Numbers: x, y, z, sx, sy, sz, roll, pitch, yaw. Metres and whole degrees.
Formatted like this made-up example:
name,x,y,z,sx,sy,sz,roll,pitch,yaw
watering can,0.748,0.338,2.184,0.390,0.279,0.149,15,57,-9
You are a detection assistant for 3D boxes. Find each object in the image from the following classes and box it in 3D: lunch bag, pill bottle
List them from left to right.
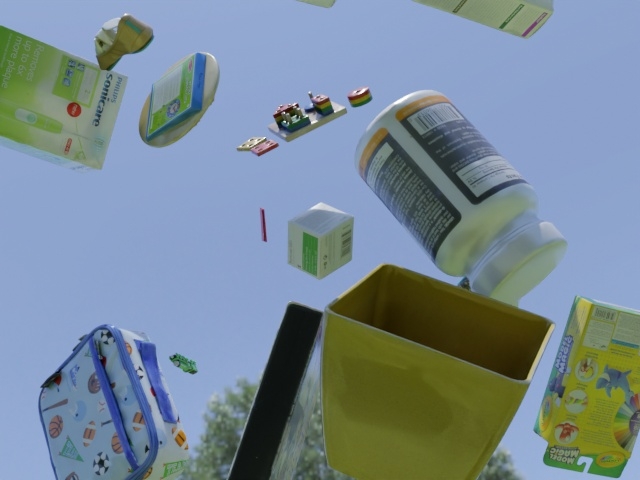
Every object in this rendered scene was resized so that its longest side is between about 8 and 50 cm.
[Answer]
name,x,y,z,sx,sy,sz,roll,pitch,yaw
lunch bag,-0.346,0.293,1.533,0.243,0.303,0.115,-44,-36,20
pill bottle,0.182,-0.053,1.213,0.162,0.278,0.162,-30,-26,-16

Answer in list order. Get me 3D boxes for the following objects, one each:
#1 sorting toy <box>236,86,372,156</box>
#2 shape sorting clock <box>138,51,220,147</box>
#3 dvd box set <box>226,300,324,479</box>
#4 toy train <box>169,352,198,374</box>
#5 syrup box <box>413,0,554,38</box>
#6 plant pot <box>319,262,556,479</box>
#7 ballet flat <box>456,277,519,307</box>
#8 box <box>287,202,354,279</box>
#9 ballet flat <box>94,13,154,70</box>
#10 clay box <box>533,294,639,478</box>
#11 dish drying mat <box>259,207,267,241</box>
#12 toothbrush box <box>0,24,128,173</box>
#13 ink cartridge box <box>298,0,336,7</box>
name,x,y,z,sx,sy,sz,roll,pitch,yaw
sorting toy,-0.041,-0.247,1.813,0.274,0.132,0.046,-28,-67,-9
shape sorting clock,-0.264,-0.262,1.731,0.206,0.206,0.040,-31,-45,30
dvd box set,-0.067,0.308,1.454,0.062,0.307,0.420,16,-24,6
toy train,-0.222,0.202,1.508,0.017,0.023,0.083,-27,-23,7
syrup box,0.287,-0.446,1.625,0.237,0.093,0.096,15,-25,-16
plant pot,0.113,0.165,1.006,0.212,0.212,0.187,19,-72,17
ballet flat,0.302,0.171,2.004,0.483,0.182,0.164,-26,-33,-16
box,0.000,0.000,1.762,0.102,0.087,0.101,-30,-47,-40
ballet flat,-0.376,-0.373,1.712,0.073,0.080,0.232,39,-22,-24
clay box,0.366,0.194,1.216,0.127,0.053,0.222,14,-82,-15
dish drying mat,-0.143,-0.039,2.299,0.008,0.032,0.083,-8,-77,-18
toothbrush box,-0.558,-0.277,1.852,0.283,0.206,0.122,20,-11,-32
ink cartridge box,-0.147,-0.543,1.460,0.385,0.308,0.091,11,-34,-16
